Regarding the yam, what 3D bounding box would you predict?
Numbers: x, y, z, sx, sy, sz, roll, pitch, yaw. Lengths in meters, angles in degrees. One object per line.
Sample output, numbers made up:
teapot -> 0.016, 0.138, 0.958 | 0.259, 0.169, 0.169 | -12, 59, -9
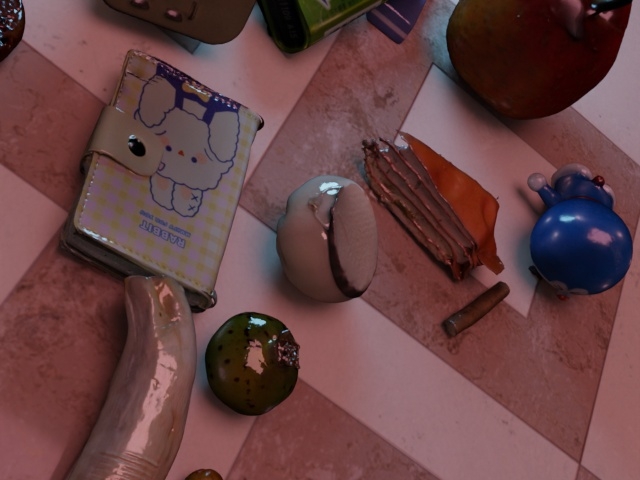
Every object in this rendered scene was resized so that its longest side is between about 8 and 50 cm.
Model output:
yam -> 0.240, 0.104, 1.444 | 0.145, 0.032, 0.032 | -30, 85, -39

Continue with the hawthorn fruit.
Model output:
hawthorn fruit -> 0.384, -0.353, 1.554 | 0.284, 0.369, 0.285 | 1, 87, -27

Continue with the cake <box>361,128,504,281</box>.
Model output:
cake -> 0.178, -0.067, 1.450 | 0.287, 0.098, 0.135 | 46, 52, -12

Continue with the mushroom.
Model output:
mushroom -> -0.207, 0.203, 1.045 | 0.122, 0.095, 0.351 | 31, 55, -36

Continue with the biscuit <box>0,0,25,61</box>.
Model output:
biscuit -> -0.459, -0.288, 1.163 | 0.192, 0.049, 0.192 | 20, 51, -27

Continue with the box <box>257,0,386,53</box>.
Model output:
box -> 0.054, -0.425, 1.500 | 0.345, 0.097, 0.134 | -36, 110, -32

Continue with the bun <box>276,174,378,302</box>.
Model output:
bun -> 0.000, 0.000, 1.276 | 0.172, 0.119, 0.173 | 16, 72, -62

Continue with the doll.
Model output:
doll -> 0.425, -0.017, 1.568 | 0.215, 0.161, 0.257 | 30, 36, -2

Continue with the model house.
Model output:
model house -> -0.207, -0.444, 1.357 | 0.218, 0.205, 0.279 | 16, 30, -28

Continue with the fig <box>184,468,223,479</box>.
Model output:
fig -> -0.132, 0.304, 1.088 | 0.050, 0.050, 0.083 | -8, 89, -36

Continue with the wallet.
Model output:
wallet -> -0.197, -0.083, 1.217 | 0.223, 0.077, 0.310 | 28, 53, -24

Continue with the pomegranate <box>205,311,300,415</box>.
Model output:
pomegranate -> -0.076, 0.149, 1.150 | 0.130, 0.130, 0.130 | 15, 60, -27

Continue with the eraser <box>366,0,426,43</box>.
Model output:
eraser -> 0.151, -0.443, 1.654 | 0.082, 0.036, 0.225 | 35, 53, -14
